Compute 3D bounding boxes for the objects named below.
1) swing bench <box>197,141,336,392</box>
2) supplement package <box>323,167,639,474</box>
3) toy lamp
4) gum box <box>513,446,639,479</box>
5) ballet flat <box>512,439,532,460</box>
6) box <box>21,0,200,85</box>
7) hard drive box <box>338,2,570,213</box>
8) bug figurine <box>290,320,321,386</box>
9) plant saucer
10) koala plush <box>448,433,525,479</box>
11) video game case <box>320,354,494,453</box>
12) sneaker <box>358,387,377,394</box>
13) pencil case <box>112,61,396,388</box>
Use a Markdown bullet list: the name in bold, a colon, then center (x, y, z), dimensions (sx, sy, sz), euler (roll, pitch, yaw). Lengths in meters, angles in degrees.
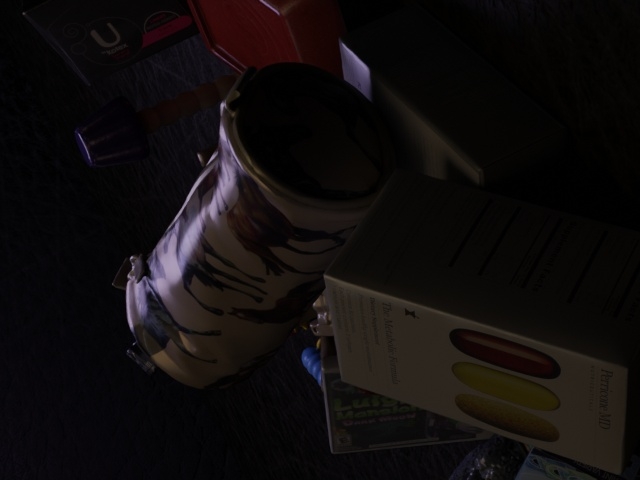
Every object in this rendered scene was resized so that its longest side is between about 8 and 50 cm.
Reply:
- **swing bench**: center (0.000, 0.000, 1.641), dimensions (0.253, 0.165, 0.255), euler (69, 169, -19)
- **supplement package**: center (0.146, 0.059, 1.121), dimensions (0.244, 0.134, 0.139), euler (16, 141, 24)
- **toy lamp**: center (-0.148, -0.160, 1.638), dimensions (0.080, 0.275, 0.080), euler (54, 162, 27)
- **gum box**: center (0.253, 0.238, 1.289), dimensions (0.157, 0.041, 0.184), euler (27, 155, 11)
- **ballet flat**: center (0.172, 0.109, 1.393), dimensions (0.280, 0.095, 0.096), euler (64, 175, -2)
- **box**: center (-0.249, -0.344, 1.675), dimensions (0.143, 0.165, 0.270), euler (51, -159, -48)
- **hard drive box**: center (0.118, -0.073, 1.273), dimensions (0.232, 0.089, 0.181), euler (50, 159, 42)
- **bug figurine**: center (-0.040, 0.088, 2.052), dimensions (0.216, 0.072, 0.279), euler (43, 154, 52)
- **plant saucer**: center (-0.063, -0.221, 1.440), dimensions (0.259, 0.048, 0.258), euler (39, 164, 31)
- **koala plush**: center (0.164, 0.337, 1.512), dimensions (0.203, 0.221, 0.196), euler (57, 161, 13)
- **video game case**: center (0.100, 0.172, 1.549), dimensions (0.173, 0.190, 0.022), euler (84, -179, -50)
- **sneaker**: center (0.070, 0.066, 1.407), dimensions (0.092, 0.088, 0.225), euler (-92, -3, -50)
- **pencil case**: center (-0.071, -0.005, 1.356), dimensions (0.410, 0.184, 0.159), euler (126, 162, -54)
